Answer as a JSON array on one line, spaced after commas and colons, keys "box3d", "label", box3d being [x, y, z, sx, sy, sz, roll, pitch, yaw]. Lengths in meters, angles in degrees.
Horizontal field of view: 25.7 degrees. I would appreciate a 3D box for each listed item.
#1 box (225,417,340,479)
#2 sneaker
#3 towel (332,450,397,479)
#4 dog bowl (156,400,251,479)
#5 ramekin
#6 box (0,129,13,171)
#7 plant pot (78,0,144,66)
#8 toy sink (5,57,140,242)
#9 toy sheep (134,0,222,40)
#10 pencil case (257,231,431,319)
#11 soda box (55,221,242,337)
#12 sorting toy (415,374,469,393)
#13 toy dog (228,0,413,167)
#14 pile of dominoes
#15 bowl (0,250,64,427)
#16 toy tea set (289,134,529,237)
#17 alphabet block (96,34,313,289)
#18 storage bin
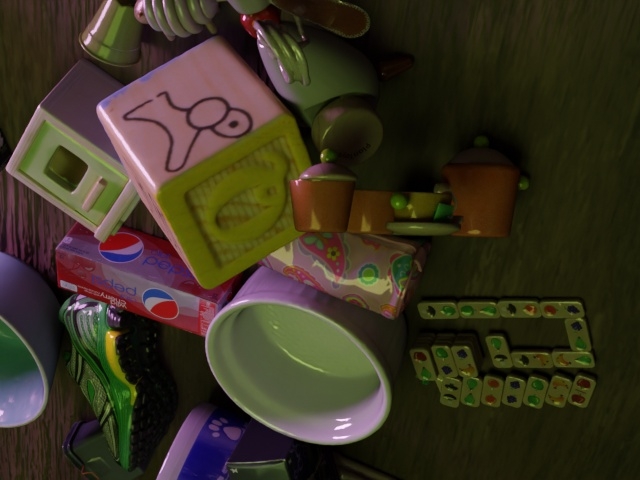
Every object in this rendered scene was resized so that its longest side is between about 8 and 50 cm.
[{"box3d": [-0.041, 0.395, 2.128, 0.103, 0.184, 0.261, -6, 113, 21], "label": "box"}, {"box3d": [-0.324, 0.218, 2.236, 0.146, 0.134, 0.343, 12, 125, 27], "label": "sneaker"}, {"box3d": [0.040, 0.481, 2.321, 0.317, 0.053, 0.332, 23, 137, 7], "label": "towel"}, {"box3d": [-0.190, 0.393, 2.207, 0.104, 0.265, 0.265, 21, 136, 7], "label": "dog bowl"}, {"box3d": [-0.011, 0.146, 1.985, 0.277, 0.135, 0.277, 15, 134, 16], "label": "ramekin"}, {"box3d": [-0.497, -0.140, 2.037, 0.062, 0.052, 0.083, 1, 128, 25], "label": "box"}, {"box3d": [-0.254, -0.276, 1.778, 0.083, 0.083, 0.079, 29, 124, 1], "label": "plant pot"}, {"box3d": [-0.282, -0.102, 1.904, 0.234, 0.131, 0.153, 36, 136, -6], "label": "toy sink"}, {"box3d": [-0.167, -0.289, 1.713, 0.132, 0.091, 0.091, -10, 125, 17], "label": "toy sheep"}, {"box3d": [0.000, 0.000, 1.858, 0.284, 0.124, 0.124, 25, 136, 8], "label": "pencil case"}, {"box3d": [-0.250, 0.052, 2.054, 0.263, 0.092, 0.083, 19, 134, 12], "label": "soda box"}, {"box3d": [0.179, 0.205, 2.027, 0.083, 0.012, 0.062, -7, 125, 32], "label": "sorting toy"}, {"box3d": [0.005, -0.237, 1.607, 0.220, 0.161, 0.334, 54, 176, 27], "label": "toy dog"}, {"box3d": [0.251, 0.167, 1.925, 0.251, 0.040, 0.196, -2, 126, 27], "label": "pile of dominoes"}, {"box3d": [-0.529, 0.131, 2.219, 0.311, 0.163, 0.311, 15, 135, 16], "label": "bowl"}, {"box3d": [0.103, -0.068, 1.656, 0.200, 0.336, 0.124, 2, 90, 30], "label": "toy tea set"}, {"box3d": [-0.130, -0.096, 1.716, 0.197, 0.192, 0.193, 52, 171, 42], "label": "alphabet block"}, {"box3d": [-0.359, 0.364, 2.399, 0.091, 0.098, 0.135, -28, 113, 30], "label": "storage bin"}]
